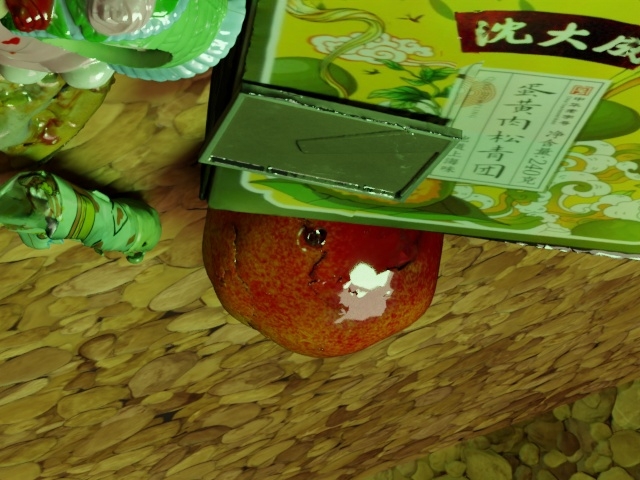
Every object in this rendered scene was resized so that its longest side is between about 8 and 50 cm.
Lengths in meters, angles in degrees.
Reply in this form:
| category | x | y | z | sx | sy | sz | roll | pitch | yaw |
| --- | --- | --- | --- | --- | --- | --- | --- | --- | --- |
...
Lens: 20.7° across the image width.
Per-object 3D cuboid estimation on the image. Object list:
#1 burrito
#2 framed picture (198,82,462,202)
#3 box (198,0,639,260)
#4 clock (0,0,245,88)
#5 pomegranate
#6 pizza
| category | x | y | z | sx | sy | sz | roll | pitch | yaw |
| --- | --- | --- | --- | --- | --- | --- | --- | --- | --- |
| burrito | -0.202 | -0.017 | 1.380 | 0.104 | 0.054 | 0.288 | 3 | 177 | 14 |
| framed picture | 0.004 | -0.062 | 1.144 | 0.149 | 0.011 | 0.109 | 11 | 157 | -16 |
| box | 0.126 | -0.136 | 1.140 | 0.373 | 0.138 | 0.420 | 7 | 157 | -6 |
| clock | -0.158 | -0.152 | 0.952 | 0.194 | 0.100 | 0.195 | 5 | 172 | 25 |
| pomegranate | 0.000 | 0.000 | 1.468 | 0.210 | 0.210 | 0.235 | -16 | 166 | -25 |
| pizza | -0.217 | -0.098 | 1.191 | 0.176 | 0.036 | 0.185 | -7 | 154 | -42 |
